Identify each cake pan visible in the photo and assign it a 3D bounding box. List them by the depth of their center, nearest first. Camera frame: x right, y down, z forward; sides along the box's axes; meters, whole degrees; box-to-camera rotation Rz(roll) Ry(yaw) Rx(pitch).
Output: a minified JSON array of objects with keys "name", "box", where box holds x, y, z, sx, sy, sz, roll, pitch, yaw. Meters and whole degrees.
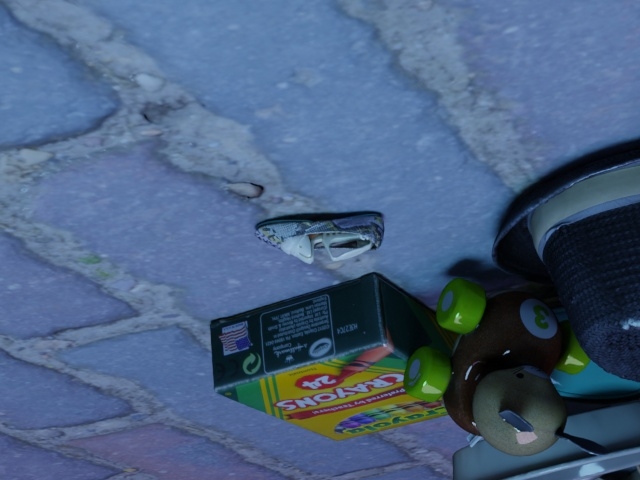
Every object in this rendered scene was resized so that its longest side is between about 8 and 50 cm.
[{"name":"cake pan","box":[0.274,0.232,1.401,0.293,0.054,0.293,-12,164,-3]}]

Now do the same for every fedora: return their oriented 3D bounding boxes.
[{"name":"fedora","box":[0.324,0.038,1.133,0.334,0.152,0.334,-4,156,-2]}]

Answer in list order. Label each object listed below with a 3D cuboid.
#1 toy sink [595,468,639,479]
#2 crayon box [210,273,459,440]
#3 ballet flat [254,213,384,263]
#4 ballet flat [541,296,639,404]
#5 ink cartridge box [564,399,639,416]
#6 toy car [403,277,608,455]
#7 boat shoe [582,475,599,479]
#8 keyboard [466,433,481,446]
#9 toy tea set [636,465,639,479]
[{"name":"toy sink","box":[0.429,0.458,2.079,0.131,0.234,0.153,26,155,3]},{"name":"crayon box","box":[0.050,0.143,1.391,0.202,0.081,0.318,-18,153,25]},{"name":"ballet flat","box":[0.000,0.000,1.114,0.114,0.041,0.041,-4,156,-2]},{"name":"ballet flat","box":[0.349,0.104,1.354,0.349,0.123,0.123,-4,156,1]},{"name":"ink cartridge box","box":[0.301,0.201,1.557,0.128,0.072,0.175,-11,159,-19]},{"name":"toy car","box":[0.188,0.137,1.177,0.155,0.148,0.188,21,-169,-18]},{"name":"boat shoe","box":[0.391,0.271,1.738,0.255,0.079,0.095,-11,155,-48]},{"name":"keyboard","box":[0.207,0.177,1.419,0.072,0.014,0.256,-43,173,13]},{"name":"toy tea set","box":[0.587,0.403,1.783,0.200,0.336,0.124,-21,145,-59]}]
